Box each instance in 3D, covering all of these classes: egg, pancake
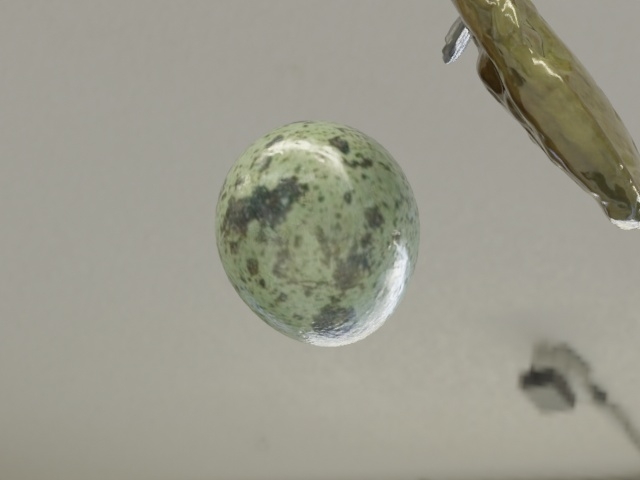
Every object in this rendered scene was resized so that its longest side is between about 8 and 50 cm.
[{"bbox_3d":[0.000,0.000,1.135,0.132,0.132,0.172,4,-42,16],"label":"egg"},{"bbox_3d":[0.136,-0.108,1.107,0.050,0.242,0.242,-32,-41,14],"label":"pancake"}]

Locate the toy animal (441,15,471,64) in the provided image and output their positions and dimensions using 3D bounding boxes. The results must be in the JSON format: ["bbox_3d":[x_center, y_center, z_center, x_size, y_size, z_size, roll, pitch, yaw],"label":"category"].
[{"bbox_3d":[0.198,-0.285,1.194,0.367,0.081,0.205,-25,-84,24],"label":"toy animal"}]
